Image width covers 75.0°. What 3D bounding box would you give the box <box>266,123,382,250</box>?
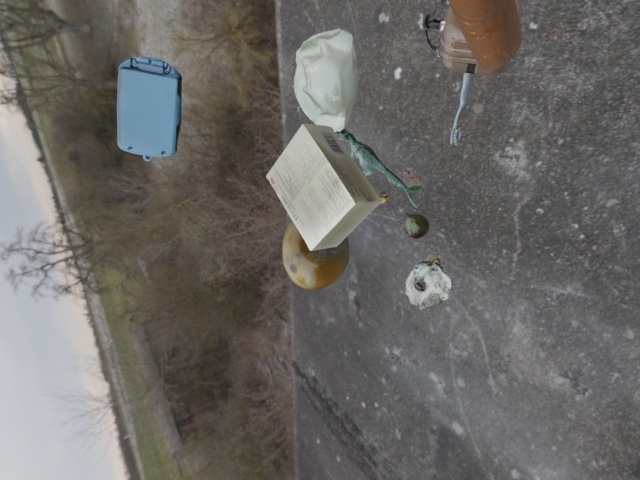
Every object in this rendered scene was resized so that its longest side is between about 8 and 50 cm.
[{"bbox_3d":[0.000,-0.110,0.883,0.168,0.095,0.212,-45,67,36],"label":"box"}]

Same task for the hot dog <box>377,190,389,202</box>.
[{"bbox_3d":[0.196,-0.148,1.490,0.133,0.056,0.041,-13,102,53],"label":"hot dog"}]

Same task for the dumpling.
[{"bbox_3d":[0.010,-0.419,1.103,0.179,0.131,0.252,7,121,18],"label":"dumpling"}]

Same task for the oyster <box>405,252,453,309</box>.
[{"bbox_3d":[0.479,0.192,1.873,0.223,0.083,0.214,-31,87,19],"label":"oyster"}]

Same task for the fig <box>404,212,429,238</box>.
[{"bbox_3d":[0.415,-0.077,1.834,0.103,0.109,0.155,-8,136,37],"label":"fig"}]

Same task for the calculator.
[{"bbox_3d":[-0.484,-0.365,1.185,0.051,0.172,0.293,-120,39,-57],"label":"calculator"}]

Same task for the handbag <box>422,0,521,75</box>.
[{"bbox_3d":[0.452,-0.650,1.261,0.283,0.302,0.149,11,156,15],"label":"handbag"}]

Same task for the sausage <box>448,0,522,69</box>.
[{"bbox_3d":[0.246,-0.358,0.629,0.086,0.289,0.086,-8,75,33],"label":"sausage"}]

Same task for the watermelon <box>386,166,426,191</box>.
[{"bbox_3d":[0.406,-0.283,1.944,0.187,0.139,0.071,17,144,16],"label":"watermelon"}]

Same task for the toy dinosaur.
[{"bbox_3d":[0.173,-0.247,1.382,0.383,0.076,0.129,33,179,-22],"label":"toy dinosaur"}]

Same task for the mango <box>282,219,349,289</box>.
[{"bbox_3d":[0.000,0.000,1.136,0.193,0.316,0.146,41,133,-15],"label":"mango"}]

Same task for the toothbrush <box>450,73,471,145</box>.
[{"bbox_3d":[0.561,-0.580,1.622,0.042,0.035,0.414,27,118,50],"label":"toothbrush"}]
